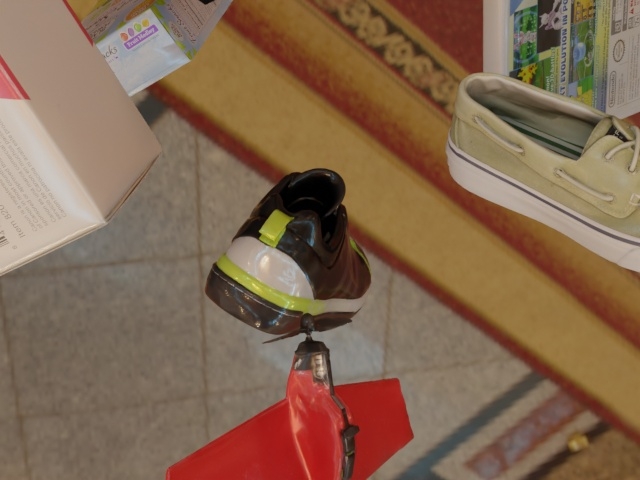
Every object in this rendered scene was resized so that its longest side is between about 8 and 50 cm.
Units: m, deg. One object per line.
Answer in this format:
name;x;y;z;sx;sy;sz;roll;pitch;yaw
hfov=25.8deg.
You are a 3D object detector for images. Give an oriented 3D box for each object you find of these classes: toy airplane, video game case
toy airplane;0.001;0.101;0.506;0.028;0.151;0.151;0;143;35
video game case;0.293;-0.273;1.532;0.300;0.036;0.329;-22;123;-32

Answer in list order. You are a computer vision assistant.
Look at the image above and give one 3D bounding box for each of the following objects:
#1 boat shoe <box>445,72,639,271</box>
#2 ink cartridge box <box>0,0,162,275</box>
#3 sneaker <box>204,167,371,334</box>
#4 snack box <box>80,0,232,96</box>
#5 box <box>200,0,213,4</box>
boat shoe;0.235;-0.055;1.164;0.302;0.109;0.094;20;142;25
ink cartridge box;-0.289;-0.069;0.980;0.283;0.117;0.207;-23;110;26
sneaker;0.000;0.000;0.949;0.084;0.235;0.097;29;103;8
snack box;-0.178;-0.215;1.406;0.174;0.207;0.070;-26;115;30
box;-0.101;-0.365;1.203;0.184;0.103;0.261;31;85;-18
